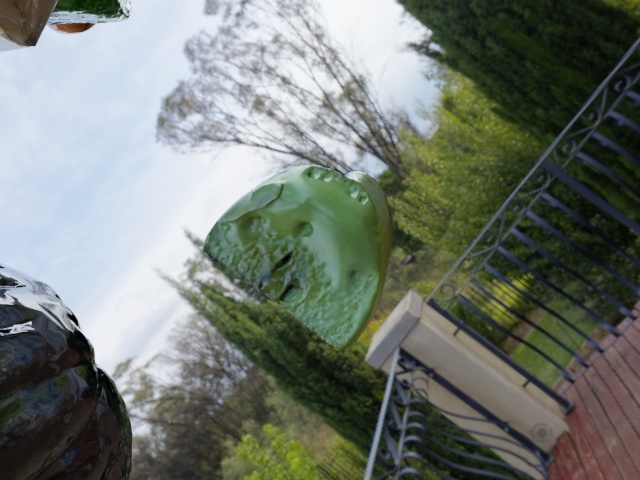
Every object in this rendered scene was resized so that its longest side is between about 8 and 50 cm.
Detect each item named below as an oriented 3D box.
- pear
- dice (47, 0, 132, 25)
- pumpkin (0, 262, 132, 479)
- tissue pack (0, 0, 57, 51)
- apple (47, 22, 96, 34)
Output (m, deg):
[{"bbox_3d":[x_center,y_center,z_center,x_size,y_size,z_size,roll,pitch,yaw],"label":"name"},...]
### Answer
[{"bbox_3d":[0.000,0.000,1.060,0.318,0.342,0.238,-54,-8,1],"label":"pear"},{"bbox_3d":[-0.405,-0.440,0.699,0.297,0.287,0.300,-129,40,-68],"label":"dice"},{"bbox_3d":[-0.217,0.116,0.326,0.162,0.220,0.220,-26,-23,-44],"label":"pumpkin"},{"bbox_3d":[-0.305,-0.233,0.414,0.125,0.234,0.159,33,-112,-56],"label":"tissue pack"},{"bbox_3d":[-0.604,-0.573,1.287,0.139,0.163,0.163,-19,-14,-13],"label":"apple"}]
